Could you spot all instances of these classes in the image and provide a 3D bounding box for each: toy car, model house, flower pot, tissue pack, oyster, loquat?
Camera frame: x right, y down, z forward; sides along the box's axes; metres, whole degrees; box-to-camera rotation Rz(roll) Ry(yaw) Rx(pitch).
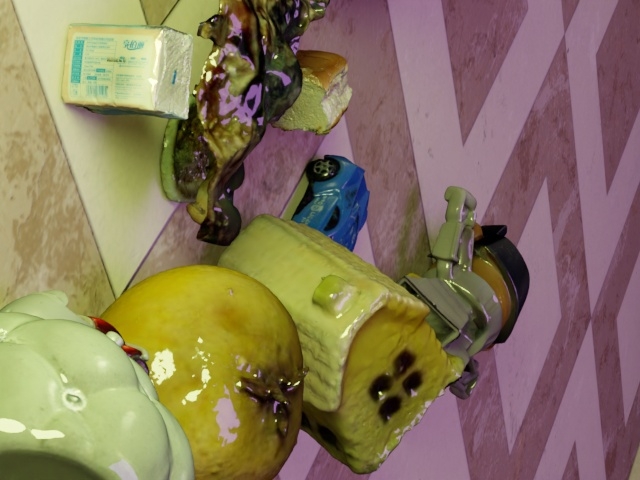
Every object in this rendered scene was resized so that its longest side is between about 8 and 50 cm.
[{"bbox_3d":[0.000,0.000,1.844,0.103,0.063,0.216,75,31,-44],"label":"toy car"},{"bbox_3d":[0.010,0.079,1.676,0.175,0.193,0.234,-41,141,-19],"label":"model house"},{"bbox_3d":[-0.209,0.169,1.160,0.195,0.246,0.246,-115,-157,-69],"label":"flower pot"},{"bbox_3d":[-0.215,0.099,1.312,0.139,0.112,0.112,-54,131,-34],"label":"toy car"},{"bbox_3d":[-0.157,-0.137,1.373,0.058,0.094,0.074,2,95,-63],"label":"tissue pack"},{"bbox_3d":[-0.059,-0.154,1.536,0.361,0.096,0.221,-77,-177,-59],"label":"oyster"},{"bbox_3d":[-0.103,0.126,1.449,0.213,0.213,0.213,7,90,-68],"label":"loquat"}]

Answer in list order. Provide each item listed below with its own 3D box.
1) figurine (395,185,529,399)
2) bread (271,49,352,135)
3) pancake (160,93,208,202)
[{"bbox_3d":[0.183,0.084,2.222,0.308,0.143,0.308,-50,157,-31],"label":"figurine"},{"bbox_3d":[-0.015,-0.157,1.733,0.070,0.083,0.077,-65,152,-44],"label":"bread"},{"bbox_3d":[-0.122,-0.082,1.580,0.108,0.017,0.108,3,90,-67],"label":"pancake"}]
